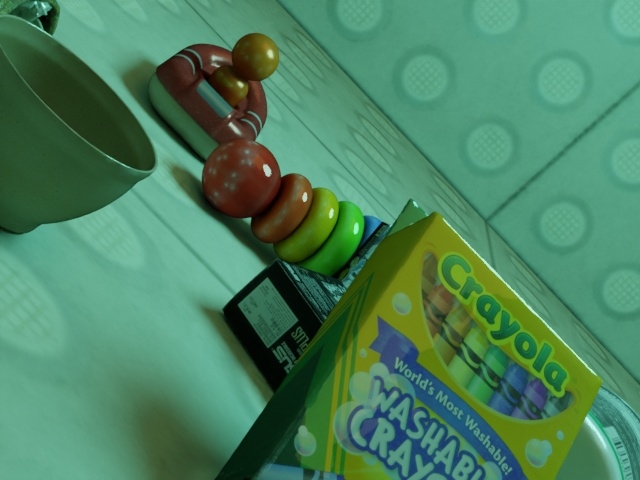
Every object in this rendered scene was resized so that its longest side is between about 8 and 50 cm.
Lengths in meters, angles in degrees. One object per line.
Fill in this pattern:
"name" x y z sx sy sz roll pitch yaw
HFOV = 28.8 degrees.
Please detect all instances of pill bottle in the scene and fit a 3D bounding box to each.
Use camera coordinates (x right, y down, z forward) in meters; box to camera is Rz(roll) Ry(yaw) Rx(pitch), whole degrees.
"pill bottle" 0.222 0.235 1.233 0.204 0.204 0.361 52 13 19

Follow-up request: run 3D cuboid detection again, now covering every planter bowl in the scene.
"planter bowl" -0.219 -0.075 0.943 0.162 0.109 0.162 45 13 -14

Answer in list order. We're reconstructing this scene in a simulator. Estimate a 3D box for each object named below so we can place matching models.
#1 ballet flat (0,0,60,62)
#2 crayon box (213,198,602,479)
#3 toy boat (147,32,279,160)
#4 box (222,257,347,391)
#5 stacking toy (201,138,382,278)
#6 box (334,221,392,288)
"ballet flat" -0.286 -0.176 1.038 0.123 0.123 0.348 44 12 -12
"crayon box" 0.085 0.127 0.949 0.203 0.083 0.323 44 54 -12
"toy boat" -0.113 -0.198 1.564 0.151 0.151 0.231 46 13 -9
"box" 0.011 0.117 1.184 0.180 0.077 0.147 53 14 24
"stacking toy" 0.000 0.000 1.441 0.330 0.141 0.141 35 16 -20
"box" 0.061 0.061 1.384 0.094 0.137 0.027 43 -5 -21
